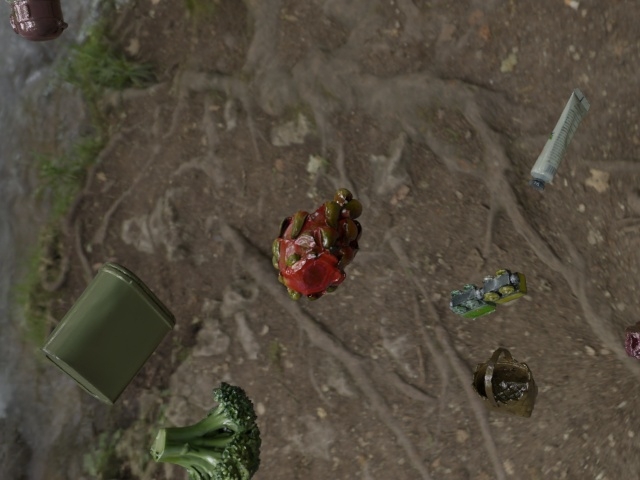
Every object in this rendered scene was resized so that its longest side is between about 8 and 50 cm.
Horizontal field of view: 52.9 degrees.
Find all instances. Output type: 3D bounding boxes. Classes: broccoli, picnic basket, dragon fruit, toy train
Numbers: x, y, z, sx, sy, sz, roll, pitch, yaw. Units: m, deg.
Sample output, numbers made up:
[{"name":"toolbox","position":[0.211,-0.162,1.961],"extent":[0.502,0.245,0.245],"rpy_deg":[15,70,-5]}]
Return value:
[{"name":"broccoli","position":[-0.295,0.598,1.829],"extent":[0.249,0.302,0.375],"rpy_deg":[22,92,31]},{"name":"picnic basket","position":[0.421,0.326,1.501],"extent":[0.138,0.178,0.128],"rpy_deg":[2,55,37]},{"name":"dragon fruit","position":[0.008,0.013,1.745],"extent":[0.307,0.227,0.243],"rpy_deg":[-25,55,-12]},{"name":"toy train","position":[0.372,0.121,1.428],"extent":[0.202,0.081,0.060],"rpy_deg":[-35,44,49]}]

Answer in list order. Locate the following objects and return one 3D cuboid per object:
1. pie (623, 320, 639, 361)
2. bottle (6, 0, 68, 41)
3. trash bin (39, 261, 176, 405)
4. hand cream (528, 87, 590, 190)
[{"name":"pie","position":[0.551,0.123,0.932],"extent":[0.219,0.204,0.054],"rpy_deg":[-37,72,63]},{"name":"bottle","position":[-0.540,-0.490,1.191],"extent":[0.110,0.110,0.233],"rpy_deg":[-2,104,28]},{"name":"trash bin","position":[-0.477,0.213,1.465],"extent":[0.121,0.243,0.247],"rpy_deg":[7,51,37]},{"name":"hand cream","position":[0.530,-0.220,1.425],"extent":[0.050,0.080,0.234],"rpy_deg":[24,83,49]}]
